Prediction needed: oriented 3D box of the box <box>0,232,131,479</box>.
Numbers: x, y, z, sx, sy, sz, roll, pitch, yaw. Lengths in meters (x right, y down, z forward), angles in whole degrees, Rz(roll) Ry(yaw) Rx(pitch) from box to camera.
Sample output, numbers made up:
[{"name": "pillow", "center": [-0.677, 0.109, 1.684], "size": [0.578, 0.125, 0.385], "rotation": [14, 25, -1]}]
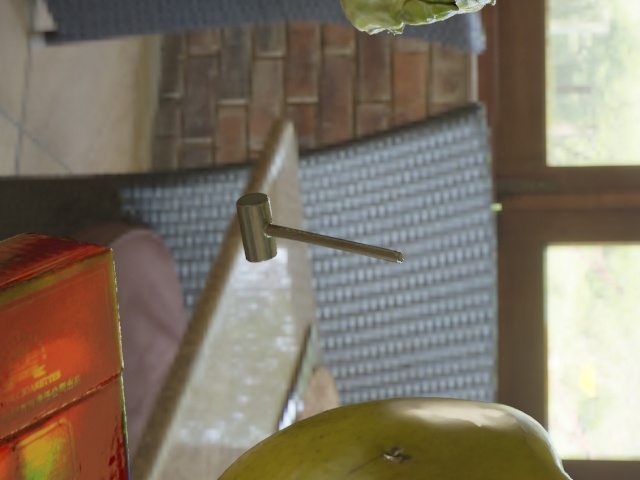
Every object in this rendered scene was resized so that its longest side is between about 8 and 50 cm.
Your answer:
[{"name": "box", "center": [-0.216, 0.172, 0.917], "size": [0.197, 0.089, 0.313], "rotation": [-26, 119, -52]}]

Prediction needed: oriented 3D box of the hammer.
[{"name": "hammer", "center": [0.000, 0.000, 0.752], "size": [0.019, 0.110, 0.036], "rotation": [-32, 123, -44]}]

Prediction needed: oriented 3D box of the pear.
[{"name": "pear", "center": [0.058, 0.317, 1.259], "size": [0.362, 0.418, 0.362], "rotation": [62, 1, -1]}]

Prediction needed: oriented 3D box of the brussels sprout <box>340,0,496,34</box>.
[{"name": "brussels sprout", "center": [0.091, -0.266, 1.237], "size": [0.131, 0.183, 0.146], "rotation": [-35, 109, -58]}]
